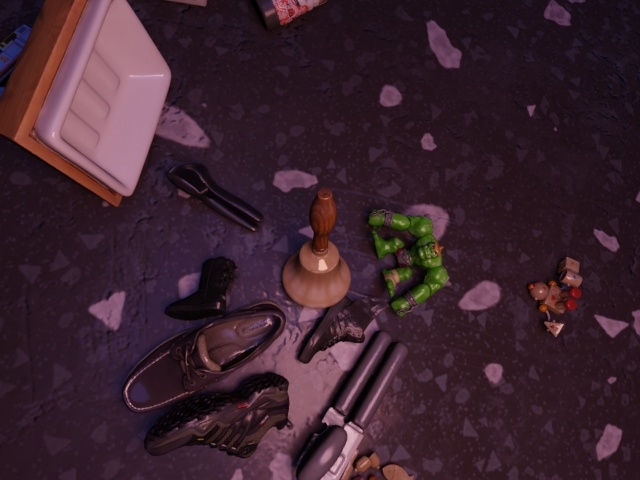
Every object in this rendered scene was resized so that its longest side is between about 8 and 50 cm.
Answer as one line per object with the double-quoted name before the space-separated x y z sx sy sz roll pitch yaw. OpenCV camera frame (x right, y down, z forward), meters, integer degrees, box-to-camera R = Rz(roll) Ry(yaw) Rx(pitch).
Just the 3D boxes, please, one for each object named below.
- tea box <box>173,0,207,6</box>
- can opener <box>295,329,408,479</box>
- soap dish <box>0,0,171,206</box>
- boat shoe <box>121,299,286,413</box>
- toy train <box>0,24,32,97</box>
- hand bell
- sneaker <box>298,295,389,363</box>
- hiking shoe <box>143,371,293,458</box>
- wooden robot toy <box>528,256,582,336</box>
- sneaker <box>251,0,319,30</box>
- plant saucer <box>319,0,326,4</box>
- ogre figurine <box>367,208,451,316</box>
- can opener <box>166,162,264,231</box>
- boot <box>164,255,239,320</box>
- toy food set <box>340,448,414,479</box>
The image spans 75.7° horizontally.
"tea box" -0.369 -0.671 0.765 0.328 0.220 0.324 4 75 -10
"can opener" 0.061 0.281 0.687 0.074 0.093 0.280 36 68 0
"soap dish" -0.369 -0.232 0.665 0.118 0.229 0.291 9 74 9
"boat shoe" -0.183 0.180 0.658 0.285 0.092 0.103 -25 84 -15
"toy train" -0.524 -0.280 0.718 0.105 0.080 0.184 32 75 8
"hand bell" 0.000 0.000 0.646 0.126 0.242 0.126 2 57 -3
"sneaker" 0.041 0.160 0.727 0.089 0.051 0.170 34 69 3
"hiking shoe" -0.145 0.293 0.631 0.226 0.086 0.114 -13 97 -23
"wooden robot toy" 0.458 0.099 0.816 0.079 0.076 0.173 28 72 8
"sneaker" -0.102 -0.583 0.851 0.144 0.090 0.270 -25 88 -3
"plant saucer" -0.022 -0.547 0.907 0.083 0.015 0.084 3 76 -10
"ogre figurine" 0.166 0.028 0.767 0.118 0.097 0.197 -16 64 4
"can opener" -0.186 -0.074 0.743 0.186 0.059 0.073 35 46 -11
"boot" -0.200 0.080 0.701 0.121 0.045 0.099 -10 54 19
"toy food set" 0.092 0.405 0.696 0.122 0.019 0.078 34 73 -9
